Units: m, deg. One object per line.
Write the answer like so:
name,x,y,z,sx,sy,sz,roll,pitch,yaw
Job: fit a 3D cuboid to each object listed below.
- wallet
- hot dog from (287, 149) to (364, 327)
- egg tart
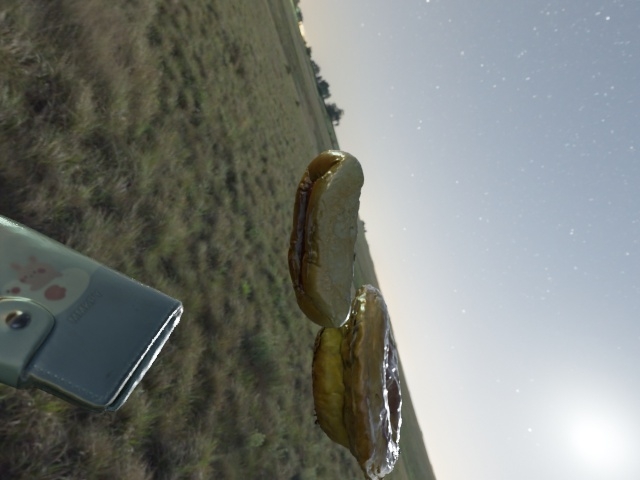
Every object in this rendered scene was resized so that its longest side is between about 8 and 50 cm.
wallet,-0.426,0.107,0.684,0.083,0.360,0.252,-59,-172,36
hot dog,0.000,0.000,0.588,0.084,0.073,0.242,19,-74,57
egg tart,0.086,0.322,1.019,0.443,0.178,0.443,-4,90,-77
